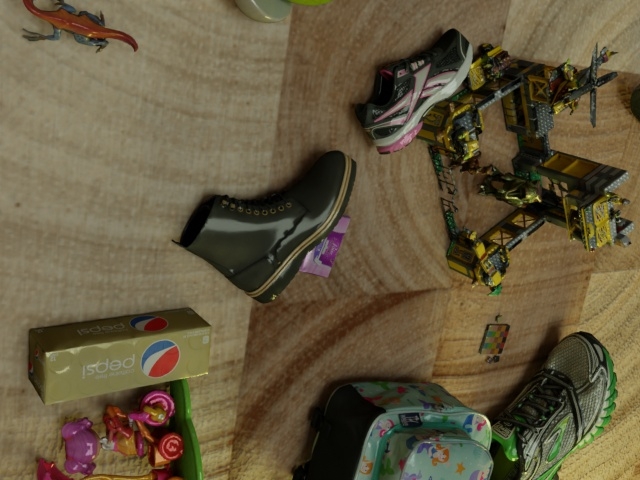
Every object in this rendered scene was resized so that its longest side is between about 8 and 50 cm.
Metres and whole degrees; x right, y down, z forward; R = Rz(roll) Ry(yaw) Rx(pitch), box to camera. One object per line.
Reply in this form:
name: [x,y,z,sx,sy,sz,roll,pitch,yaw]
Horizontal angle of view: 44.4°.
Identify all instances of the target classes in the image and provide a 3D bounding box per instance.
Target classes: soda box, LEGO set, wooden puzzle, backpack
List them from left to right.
soda box: [-0.210,0.119,0.832,0.181,0.058,0.061,-6,112,-35]
backpack: [0.122,0.311,1.078,0.254,0.191,0.225,5,105,-42]
wooden puzzle: [0.273,0.156,1.231,0.049,0.006,0.083,5,105,-37]
LEGO set: [0.282,-0.079,1.020,0.255,0.192,0.331,-27,122,-25]

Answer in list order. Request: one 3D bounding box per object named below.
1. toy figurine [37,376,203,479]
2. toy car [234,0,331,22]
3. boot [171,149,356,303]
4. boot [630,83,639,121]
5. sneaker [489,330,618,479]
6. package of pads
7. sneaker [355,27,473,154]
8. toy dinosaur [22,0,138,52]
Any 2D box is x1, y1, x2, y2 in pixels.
toy figurine: [-0.222,0.234,0.849,0.159,0.130,0.173,-2,88,-26]
toy car: [-0.039,-0.309,0.744,0.182,0.159,0.136,34,50,-39]
boot: [-0.058,-0.039,0.872,0.137,0.077,0.198,34,86,-35]
boot: [0.583,-0.253,1.240,0.236,0.085,0.178,25,91,-46]
sneaker: [0.356,0.302,1.268,0.146,0.134,0.343,26,93,-39]
package of pads: [0.000,0.000,0.952,0.050,0.032,0.083,15,99,-38]
sneaker: [0.110,-0.190,0.933,0.077,0.072,0.178,43,76,-28]
toy dinosaur: [-0.219,-0.199,0.692,0.082,0.090,0.047,6,90,-69]
